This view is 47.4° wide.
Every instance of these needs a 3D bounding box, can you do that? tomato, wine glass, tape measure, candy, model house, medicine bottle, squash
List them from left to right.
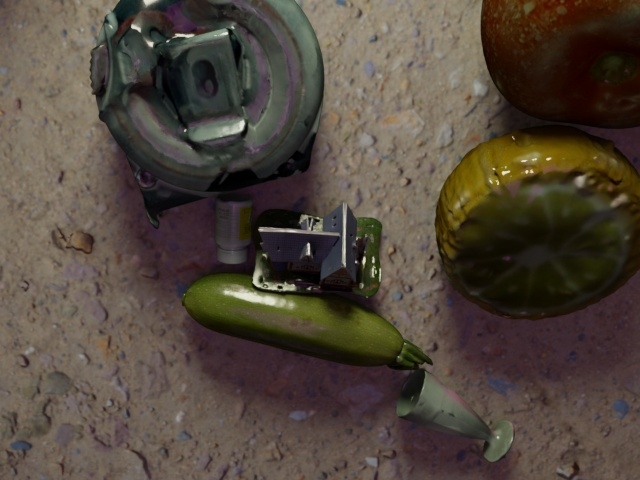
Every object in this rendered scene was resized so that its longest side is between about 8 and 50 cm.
[{"bbox_3d":[-0.121,-0.174,0.830,0.257,0.147,0.274,-15,106,0],"label":"tape measure"},{"bbox_3d":[-0.110,-0.016,0.920,0.047,0.047,0.083,2,108,-4],"label":"medicine bottle"},{"bbox_3d":[-0.009,0.106,0.937,0.341,0.094,0.094,16,103,-6],"label":"squash"},{"bbox_3d":[0.000,0.000,0.886,0.167,0.088,0.117,6,66,-4],"label":"model house"},{"bbox_3d":[0.184,0.239,0.994,0.155,0.073,0.073,29,101,-13],"label":"wine glass"},{"bbox_3d":[0.266,-0.016,0.883,0.260,0.118,0.259,1,130,1],"label":"candy"},{"bbox_3d":[0.309,-0.257,0.786,0.271,0.270,0.222,7,65,-5],"label":"tomato"}]
